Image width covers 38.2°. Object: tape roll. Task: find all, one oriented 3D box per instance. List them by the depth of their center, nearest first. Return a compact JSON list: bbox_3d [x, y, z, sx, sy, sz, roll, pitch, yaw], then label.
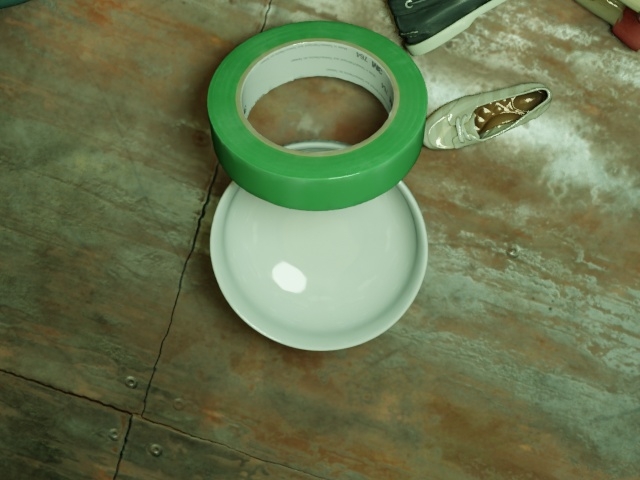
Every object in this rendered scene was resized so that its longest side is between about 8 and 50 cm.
[{"bbox_3d":[-0.004,-0.190,1.365,0.322,0.321,0.077,3,145,3],"label":"tape roll"}]

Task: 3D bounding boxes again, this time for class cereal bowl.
[{"bbox_3d":[0.000,0.000,1.483,0.339,0.141,0.338,1,102,3],"label":"cereal bowl"}]

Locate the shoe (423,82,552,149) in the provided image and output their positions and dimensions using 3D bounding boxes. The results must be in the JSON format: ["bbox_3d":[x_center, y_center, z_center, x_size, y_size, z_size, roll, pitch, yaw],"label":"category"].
[{"bbox_3d":[0.262,-0.200,1.464,0.219,0.058,0.076,-20,101,7],"label":"shoe"}]

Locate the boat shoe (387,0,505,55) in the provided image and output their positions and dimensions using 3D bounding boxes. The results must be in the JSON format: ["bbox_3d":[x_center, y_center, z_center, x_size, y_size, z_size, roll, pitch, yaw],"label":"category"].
[{"bbox_3d":[0.250,-0.417,1.382,0.340,0.127,0.113,-31,111,19],"label":"boat shoe"}]

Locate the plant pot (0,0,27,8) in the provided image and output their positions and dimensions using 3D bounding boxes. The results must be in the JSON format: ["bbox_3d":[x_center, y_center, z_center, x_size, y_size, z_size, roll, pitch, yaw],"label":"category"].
[{"bbox_3d":[-0.489,-0.472,1.338,0.293,0.235,0.292,4,102,18],"label":"plant pot"}]

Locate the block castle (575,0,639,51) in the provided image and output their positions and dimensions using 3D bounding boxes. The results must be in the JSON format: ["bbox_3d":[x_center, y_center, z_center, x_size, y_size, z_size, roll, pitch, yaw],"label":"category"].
[{"bbox_3d":[0.550,-0.483,1.263,0.213,0.303,0.453,33,102,2],"label":"block castle"}]
